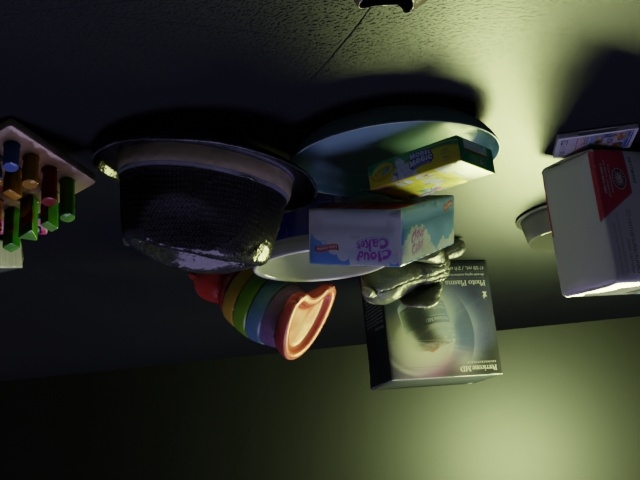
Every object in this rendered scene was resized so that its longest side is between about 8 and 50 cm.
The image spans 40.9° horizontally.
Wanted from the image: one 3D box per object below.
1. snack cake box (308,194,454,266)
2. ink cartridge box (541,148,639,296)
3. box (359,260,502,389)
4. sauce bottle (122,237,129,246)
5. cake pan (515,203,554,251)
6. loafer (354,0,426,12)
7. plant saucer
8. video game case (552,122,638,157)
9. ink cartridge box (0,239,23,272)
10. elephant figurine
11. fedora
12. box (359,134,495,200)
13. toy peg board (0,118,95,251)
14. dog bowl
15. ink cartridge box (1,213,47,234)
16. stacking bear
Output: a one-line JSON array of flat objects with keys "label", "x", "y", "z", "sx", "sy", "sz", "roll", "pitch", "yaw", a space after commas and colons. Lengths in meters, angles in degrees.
[{"label": "snack cake box", "x": 0.105, "y": -0.021, "z": 1.379, "sx": 0.152, "sy": 0.089, "sz": 0.264, "roll": 3, "pitch": -171, "yaw": 26}, {"label": "ink cartridge box", "x": 0.542, "y": -0.028, "z": 1.447, "sx": 0.306, "sy": 0.226, "sz": 0.131, "roll": -2, "pitch": 166, "yaw": -27}, {"label": "box", "x": 0.274, "y": 0.213, "z": 2.155, "sx": 0.296, "sy": 0.294, "sz": 0.183, "roll": -1, "pitch": 165, "yaw": -15}, {"label": "sauce bottle", "x": -0.330, "y": 0.007, "z": 1.675, "sx": 0.042, "sy": 0.042, "sz": 0.128, "roll": -14, "pitch": 160, "yaw": 31}, {"label": "cake pan", "x": 0.559, "y": -0.033, "z": 1.789, "sx": 0.293, "sy": 0.054, "sz": 0.293, "roll": -5, "pitch": 166, "yaw": -1}, {"label": "loafer", "x": 0.094, "y": -0.248, "z": 0.829, "sx": 0.148, "sy": 0.050, "sz": 0.056, "roll": -5, "pitch": 165, "yaw": 1}, {"label": "plant saucer", "x": 0.106, "y": -0.134, "z": 1.283, "sx": 0.317, "sy": 0.044, "sz": 0.317, "roll": -5, "pitch": 165, "yaw": -1}, {"label": "video game case", "x": 0.434, "y": -0.157, "z": 1.360, "sx": 0.122, "sy": 0.011, "sz": 0.087, "roll": -7, "pitch": 164, "yaw": 9}, {"label": "ink cartridge box", "x": -0.759, "y": 0.048, "z": 1.546, "sx": 0.303, "sy": 0.072, "sz": 0.307, "roll": -10, "pitch": 177, "yaw": 25}, {"label": "elephant figurine", "x": 0.204, "y": 0.058, "z": 1.827, "sx": 0.239, "sy": 0.186, "sz": 0.169, "roll": -4, "pitch": 153, "yaw": 3}, {"label": "fedora", "x": -0.171, "y": -0.039, "z": 1.249, "sx": 0.334, "sy": 0.153, "sz": 0.334, "roll": 4, "pitch": 166, "yaw": 1}, {"label": "box", "x": 0.152, "y": -0.100, "z": 1.261, "sx": 0.179, "sy": 0.043, "sz": 0.105, "roll": -19, "pitch": 161, "yaw": 36}, {"label": "toy peg board", "x": -0.421, "y": -0.064, "z": 1.171, "sx": 0.161, "sy": 0.079, "sz": 0.160, "roll": -25, "pitch": 145, "yaw": 19}, {"label": "dog bowl", "x": 0.000, "y": 0.000, "z": 1.631, "sx": 0.264, "sy": 0.104, "sz": 0.265, "roll": -4, "pitch": 165, "yaw": -1}, {"label": "ink cartridge box", "x": -0.606, "y": -0.060, "z": 1.297, "sx": 0.370, "sy": 0.069, "sz": 0.176, "roll": 2, "pitch": 164, "yaw": -15}, {"label": "stacking bear", "x": -0.143, "y": 0.116, "z": 1.808, "sx": 0.289, "sy": 0.164, "sz": 0.175, "roll": 27, "pitch": -161, "yaw": 25}]
